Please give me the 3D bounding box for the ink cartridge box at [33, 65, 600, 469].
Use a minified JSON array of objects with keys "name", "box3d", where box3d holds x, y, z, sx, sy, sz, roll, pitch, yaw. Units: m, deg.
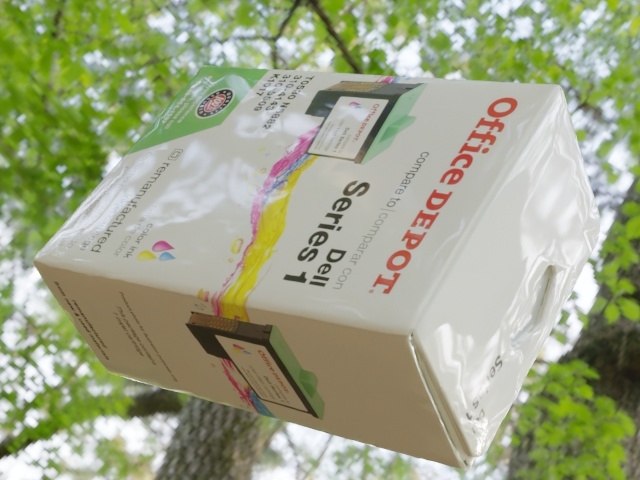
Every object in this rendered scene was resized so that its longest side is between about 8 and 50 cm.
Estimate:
[{"name":"ink cartridge box","box3d":[0.000,0.000,0.697,0.278,0.201,0.117,9,-41,35]}]
